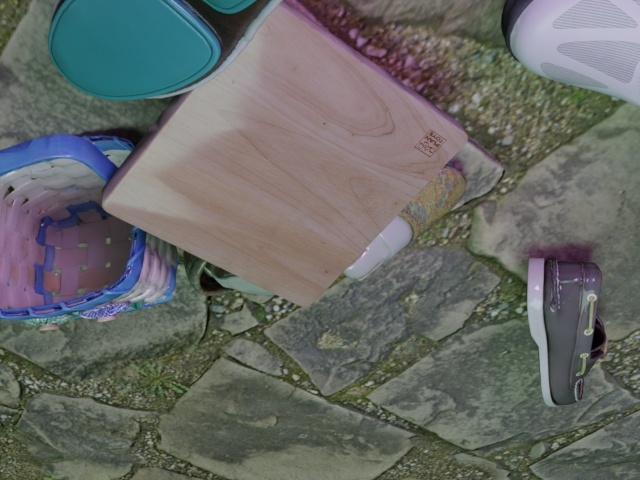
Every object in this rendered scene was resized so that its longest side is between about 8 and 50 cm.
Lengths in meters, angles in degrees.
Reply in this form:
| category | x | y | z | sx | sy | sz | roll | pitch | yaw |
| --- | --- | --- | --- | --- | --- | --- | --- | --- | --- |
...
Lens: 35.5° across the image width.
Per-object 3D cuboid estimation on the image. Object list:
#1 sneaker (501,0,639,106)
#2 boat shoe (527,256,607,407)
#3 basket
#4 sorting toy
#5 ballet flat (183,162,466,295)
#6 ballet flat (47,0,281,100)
| category | x | y | z | sx | sy | sz | roll | pitch | yaw |
| --- | --- | --- | --- | --- | --- | --- | --- | --- | --- |
| sneaker | 0.379 | -0.119 | 0.820 | 0.448 | 0.257 | 0.169 | 3 | 146 | 0 |
| boat shoe | 0.330 | 0.130 | 1.315 | 0.091 | 0.109 | 0.305 | -3 | 141 | 17 |
| basket | -0.287 | -0.018 | 1.062 | 0.255 | 0.201 | 0.289 | -11 | 153 | 20 |
| sorting toy | -0.039 | -0.091 | 0.978 | 0.257 | 0.089 | 0.255 | 28 | 116 | -32 |
| ballet flat | 0.000 | 0.000 | 1.145 | 0.349 | 0.123 | 0.123 | -11 | 143 | 18 |
| ballet flat | -0.085 | -0.221 | 0.790 | 0.139 | 0.139 | 0.400 | 25 | 155 | -28 |
